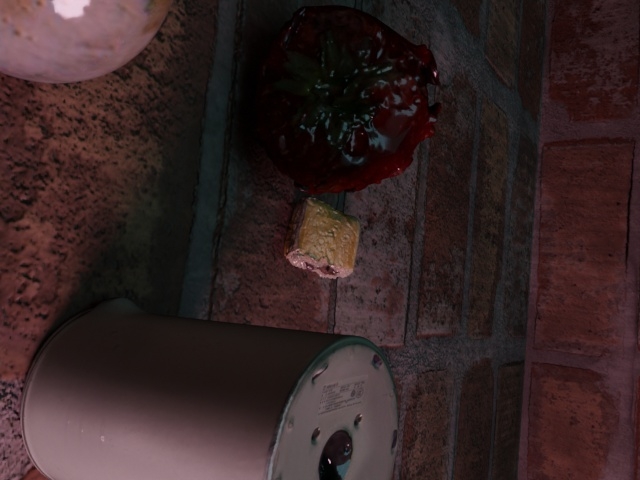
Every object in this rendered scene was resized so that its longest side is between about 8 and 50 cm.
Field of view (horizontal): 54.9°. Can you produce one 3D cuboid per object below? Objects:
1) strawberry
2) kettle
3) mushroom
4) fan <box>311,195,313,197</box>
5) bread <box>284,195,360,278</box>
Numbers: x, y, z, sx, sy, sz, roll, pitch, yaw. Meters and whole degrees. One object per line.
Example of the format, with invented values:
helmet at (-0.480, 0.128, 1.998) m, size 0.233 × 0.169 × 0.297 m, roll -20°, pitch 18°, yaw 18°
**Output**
strawberry at (0.033, -0.198, 0.892) m, size 0.220 × 0.273 × 0.275 m, roll 153°, pitch -59°, yaw -85°
kettle at (-0.104, 0.199, 0.592) m, size 0.205 × 0.317 × 0.265 m, roll -43°, pitch 128°, yaw -48°
mushroom at (-0.221, -0.264, 0.499) m, size 0.243 × 0.243 × 0.244 m, roll -5°, pitch 96°, yaw -57°
fan at (-0.012, -0.051, 1.005) m, size 0.056 × 0.004 × 0.084 m, roll -15°, pitch 105°, yaw -54°
bread at (0.000, -0.001, 0.958) m, size 0.125 × 0.082 × 0.106 m, roll 23°, pitch 63°, yaw -33°
